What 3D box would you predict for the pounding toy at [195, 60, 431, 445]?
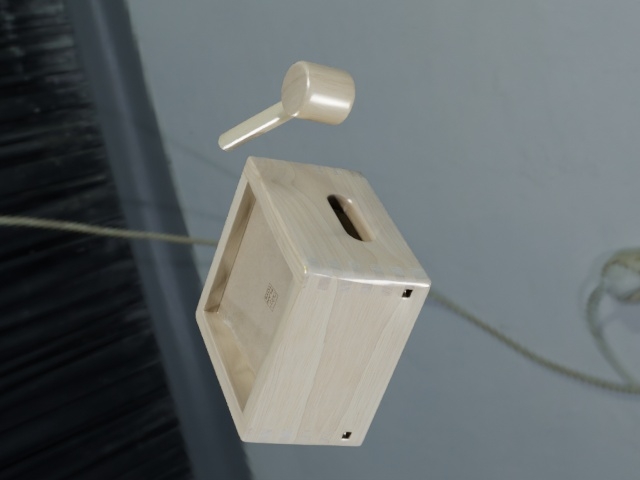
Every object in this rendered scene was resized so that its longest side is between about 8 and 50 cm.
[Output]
[{"bbox_3d":[-0.001,-0.010,0.799,0.181,0.094,0.206,-118,42,-51],"label":"pounding toy"}]
